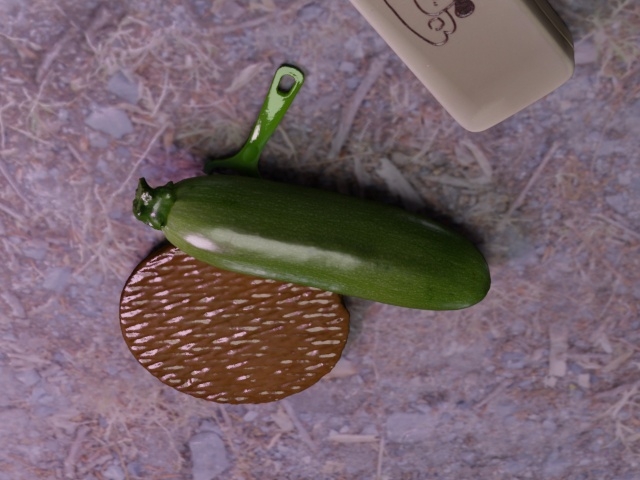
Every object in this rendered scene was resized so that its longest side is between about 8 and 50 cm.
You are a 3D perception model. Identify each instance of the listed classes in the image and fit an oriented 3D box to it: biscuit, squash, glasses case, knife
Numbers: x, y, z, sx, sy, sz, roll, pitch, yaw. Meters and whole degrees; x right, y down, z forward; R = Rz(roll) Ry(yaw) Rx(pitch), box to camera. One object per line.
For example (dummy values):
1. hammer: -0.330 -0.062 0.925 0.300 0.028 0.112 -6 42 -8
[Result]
1. biscuit: -0.096 0.086 1.787 0.262 0.037 0.262 2 129 2
2. squash: 0.000 0.000 1.656 0.395 0.107 0.107 13 129 -11
3. glasses case: 0.103 -0.243 1.478 0.131 0.070 0.313 -30 122 25
4. knife: -0.058 -0.111 1.632 0.078 0.022 0.166 19 129 -17
